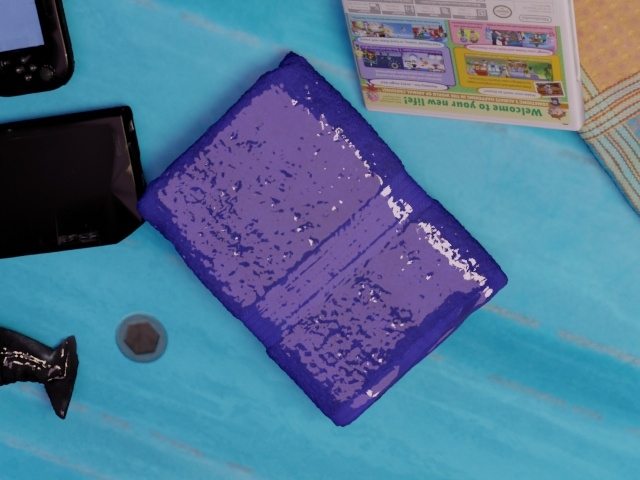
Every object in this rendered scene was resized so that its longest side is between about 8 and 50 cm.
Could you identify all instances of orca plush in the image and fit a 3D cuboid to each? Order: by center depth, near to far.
[{"bbox_3d":[-0.401,0.143,1.383,0.287,0.102,0.151,15,107,4],"label":"orca plush"}]

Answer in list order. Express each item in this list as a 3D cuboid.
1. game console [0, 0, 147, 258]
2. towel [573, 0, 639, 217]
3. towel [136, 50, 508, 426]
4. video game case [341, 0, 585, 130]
[{"bbox_3d":[-0.301,-0.161,1.314,0.213,0.044,0.361,-8,103,11],"label":"game console"},{"bbox_3d":[0.310,-0.182,1.143,0.271,0.040,0.370,-29,113,31],"label":"towel"},{"bbox_3d":[0.000,0.000,1.301,0.228,0.076,0.308,-42,95,10],"label":"towel"},{"bbox_3d":[0.120,-0.188,1.177,0.212,0.023,0.193,8,134,27],"label":"video game case"}]
